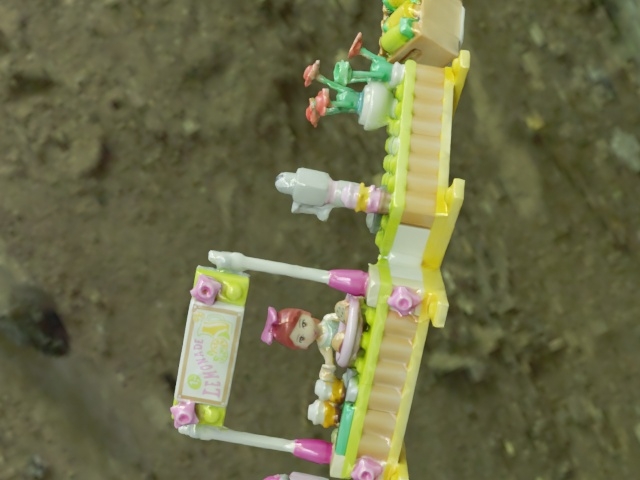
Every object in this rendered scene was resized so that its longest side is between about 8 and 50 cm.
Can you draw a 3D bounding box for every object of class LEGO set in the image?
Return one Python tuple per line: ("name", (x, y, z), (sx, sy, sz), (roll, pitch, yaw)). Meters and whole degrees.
("LEGO set", (0.000, 0.000, 0.660), (0.132, 0.107, 0.287), (132, -33, -84))
